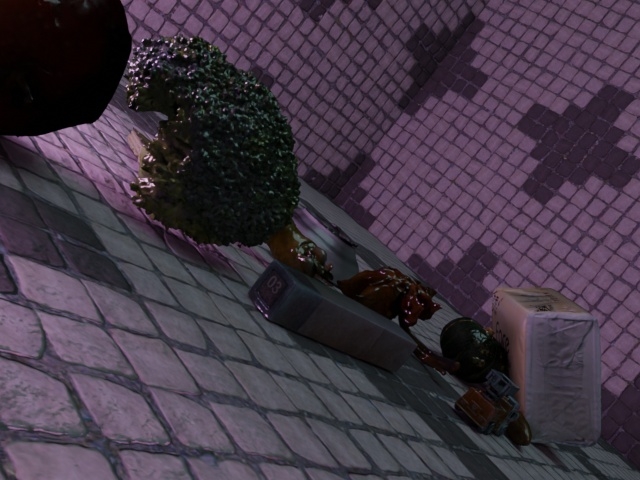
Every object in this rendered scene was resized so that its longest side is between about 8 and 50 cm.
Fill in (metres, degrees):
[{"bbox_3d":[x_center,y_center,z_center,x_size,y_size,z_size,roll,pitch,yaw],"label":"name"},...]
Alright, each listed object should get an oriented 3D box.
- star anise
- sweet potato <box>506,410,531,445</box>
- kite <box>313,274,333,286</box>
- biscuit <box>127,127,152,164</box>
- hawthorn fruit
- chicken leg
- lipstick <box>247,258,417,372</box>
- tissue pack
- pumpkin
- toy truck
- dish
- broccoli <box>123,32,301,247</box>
[{"bbox_3d":[0.187,0.168,1.568,0.346,0.148,0.237,44,30,20],"label":"star anise"},{"bbox_3d":[0.443,0.413,1.590,0.218,0.051,0.065,-80,159,-82],"label":"sweet potato"},{"bbox_3d":[-0.019,0.082,1.569,0.159,0.010,0.190,41,8,19],"label":"kite"},{"bbox_3d":[-0.324,-0.154,1.390,0.121,0.041,0.199,39,5,-34],"label":"biscuit"},{"bbox_3d":[-0.389,-0.272,0.880,0.316,0.316,0.316,38,7,-5],"label":"hawthorn fruit"},{"bbox_3d":[-0.125,-0.074,1.361,0.429,0.152,0.201,52,-25,-2],"label":"chicken leg"},{"bbox_3d":[0.034,0.140,1.194,0.371,0.076,0.080,31,9,-46],"label":"lipstick"},{"bbox_3d":[0.585,0.312,1.835,0.205,0.332,0.405,-1,5,3],"label":"tissue pack"},{"bbox_3d":[0.395,0.286,1.798,0.190,0.146,0.190,38,29,-25],"label":"pumpkin"},{"bbox_3d":[0.361,0.337,1.435,0.080,0.115,0.177,43,7,33],"label":"toy truck"},{"bbox_3d":[0.000,0.000,1.793,0.316,0.106,0.316,37,7,-5],"label":"dish"},{"bbox_3d":[-0.206,-0.138,1.107,0.375,0.301,0.249,61,22,-20],"label":"broccoli"}]
